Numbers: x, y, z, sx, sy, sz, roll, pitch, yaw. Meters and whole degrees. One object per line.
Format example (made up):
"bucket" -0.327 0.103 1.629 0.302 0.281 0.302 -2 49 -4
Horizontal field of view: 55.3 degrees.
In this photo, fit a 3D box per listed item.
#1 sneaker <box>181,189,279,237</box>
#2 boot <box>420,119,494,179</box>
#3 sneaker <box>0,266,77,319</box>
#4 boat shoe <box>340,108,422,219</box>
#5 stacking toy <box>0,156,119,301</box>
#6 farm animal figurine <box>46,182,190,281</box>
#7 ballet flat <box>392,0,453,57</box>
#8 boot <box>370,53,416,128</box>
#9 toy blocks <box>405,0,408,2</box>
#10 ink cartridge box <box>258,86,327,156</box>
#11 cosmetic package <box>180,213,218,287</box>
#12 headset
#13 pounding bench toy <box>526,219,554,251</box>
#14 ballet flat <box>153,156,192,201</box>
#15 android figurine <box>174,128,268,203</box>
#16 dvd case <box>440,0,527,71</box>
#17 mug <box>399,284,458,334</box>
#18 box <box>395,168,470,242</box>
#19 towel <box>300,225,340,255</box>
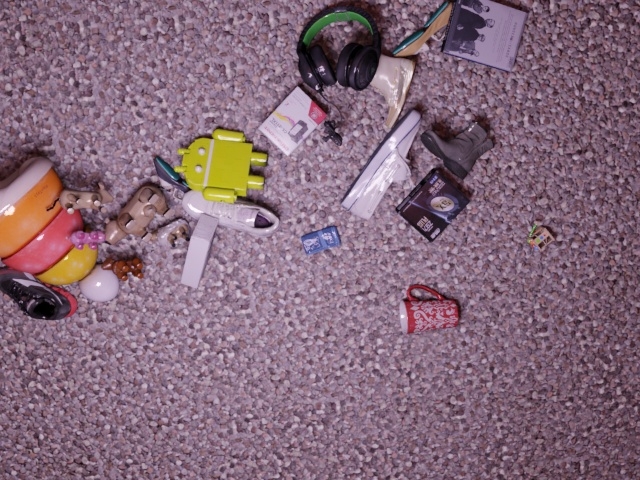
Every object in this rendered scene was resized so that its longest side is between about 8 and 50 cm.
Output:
"sneaker" -0.262 -0.093 1.846 0.305 0.152 0.114 16 83 -18
"boot" 0.417 -0.306 1.851 0.161 0.083 0.247 -51 131 6
"sneaker" -0.910 0.171 1.913 0.276 0.135 0.097 28 101 -5
"boat shoe" 0.225 -0.214 1.866 0.157 0.136 0.367 34 101 -7
"stacking toy" -0.799 0.023 1.833 0.351 0.350 0.479 -36 115 5
"farm animal figurine" -0.594 -0.064 1.824 0.327 0.172 0.330 -35 126 -19
"ballet flat" 0.320 -0.610 1.821 0.232 0.080 0.073 -42 110 7
"boot" 0.183 -0.459 1.845 0.165 0.077 0.213 18 116 4
"toy blocks" 0.266 -0.797 1.792 0.123 0.054 0.148 -32 100 5
"ink cartridge box" -0.085 -0.360 1.860 0.127 0.072 0.175 43 97 -10
"cosmetic package" -0.368 0.036 1.857 0.061 0.098 0.239 21 138 -5
"headset" 0.053 -0.484 1.775 0.244 0.185 0.393 1 72 19
"pounding bench toy" 0.693 -0.016 1.960 0.065 0.052 0.083 -40 99 7
"ballet flat" -0.448 -0.171 1.891 0.203 0.074 0.074 38 98 -11
"android figurine" -0.298 -0.225 1.837 0.273 0.056 0.248 8 65 -4
"dvd case" 0.489 -0.620 1.818 0.239 0.029 0.179 10 101 -19
"mug" 0.350 0.225 1.972 0.170 0.113 0.150 -4 103 -4
"box" 0.351 -0.110 1.919 0.147 0.077 0.180 42 97 -9
"towel" 0.000 0.000 1.956 0.120 0.029 0.067 -18 100 2
